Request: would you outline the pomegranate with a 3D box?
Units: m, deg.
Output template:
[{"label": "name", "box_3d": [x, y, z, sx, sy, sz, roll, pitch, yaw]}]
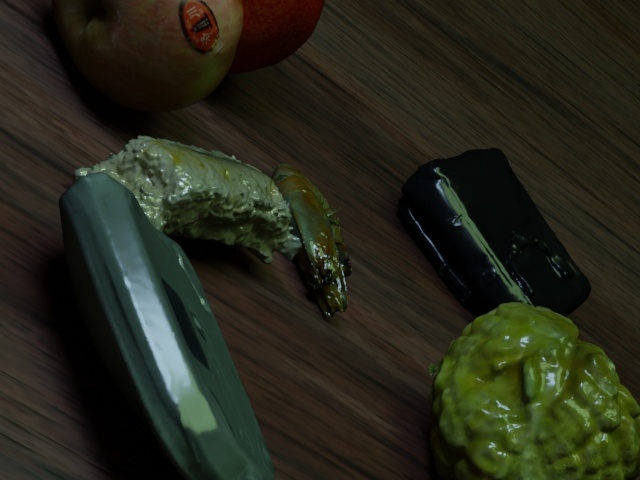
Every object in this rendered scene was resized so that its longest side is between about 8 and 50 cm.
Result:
[{"label": "pomegranate", "box_3d": [-0.095, -0.293, 2.090, 0.221, 0.221, 0.257, 44, -4, -10]}]

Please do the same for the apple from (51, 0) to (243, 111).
[{"label": "apple", "box_3d": [-0.167, -0.232, 1.883, 0.164, 0.209, 0.209, -6, 55, -38]}]

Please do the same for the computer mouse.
[{"label": "computer mouse", "box_3d": [-0.138, 0.087, 1.570, 0.197, 0.095, 0.331, 47, 15, -54]}]

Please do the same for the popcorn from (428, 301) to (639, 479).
[{"label": "popcorn", "box_3d": [0.218, 0.183, 1.914, 0.237, 0.206, 0.251, 38, 8, 4]}]

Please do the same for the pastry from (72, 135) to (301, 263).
[{"label": "pastry", "box_3d": [-0.124, -0.044, 1.807, 0.121, 0.089, 0.258, 30, 8, 31]}]

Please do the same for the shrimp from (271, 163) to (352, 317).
[{"label": "shrimp", "box_3d": [0.002, -0.001, 2.006, 0.115, 0.051, 0.217, 31, 26, -38]}]

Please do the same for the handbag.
[{"label": "handbag", "box_3d": [0.216, 0.003, 2.318, 0.244, 0.088, 0.275, 54, 21, 8]}]
